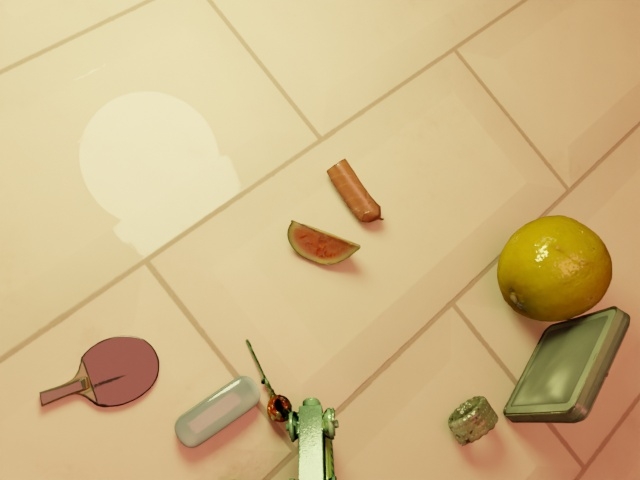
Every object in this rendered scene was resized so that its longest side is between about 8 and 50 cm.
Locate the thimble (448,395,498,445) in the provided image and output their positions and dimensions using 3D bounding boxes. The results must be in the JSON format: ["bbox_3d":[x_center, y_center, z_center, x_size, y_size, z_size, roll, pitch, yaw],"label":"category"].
[{"bbox_3d":[0.331,0.395,1.240,0.110,0.084,0.062,-34,88,-25],"label":"thimble"}]

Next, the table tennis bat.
[{"bbox_3d":[-0.420,0.260,1.081,0.220,0.019,0.130,-18,80,-22],"label":"table tennis bat"}]

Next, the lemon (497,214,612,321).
[{"bbox_3d":[0.524,0.077,1.306,0.219,0.240,0.240,-39,89,-19],"label":"lemon"}]

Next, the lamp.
[{"bbox_3d":[0.530,0.277,1.236,0.047,0.266,0.269,38,68,-1],"label":"lamp"}]

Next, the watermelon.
[{"bbox_3d":[-0.001,-0.004,1.260,0.163,0.087,0.069,22,39,-12],"label":"watermelon"}]

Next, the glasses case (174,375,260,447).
[{"bbox_3d":[-0.201,0.335,1.113,0.178,0.045,0.067,-31,86,-23],"label":"glasses case"}]

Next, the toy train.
[{"bbox_3d":[-0.010,0.429,1.056,0.105,0.157,0.253,-6,42,2],"label":"toy train"}]

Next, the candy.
[{"bbox_3d":[-0.113,0.287,1.162,0.056,0.049,0.184,-11,67,-51],"label":"candy"}]

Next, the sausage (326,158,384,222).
[{"bbox_3d":[0.083,-0.107,1.318,0.065,0.065,0.169,-33,87,-22],"label":"sausage"}]
